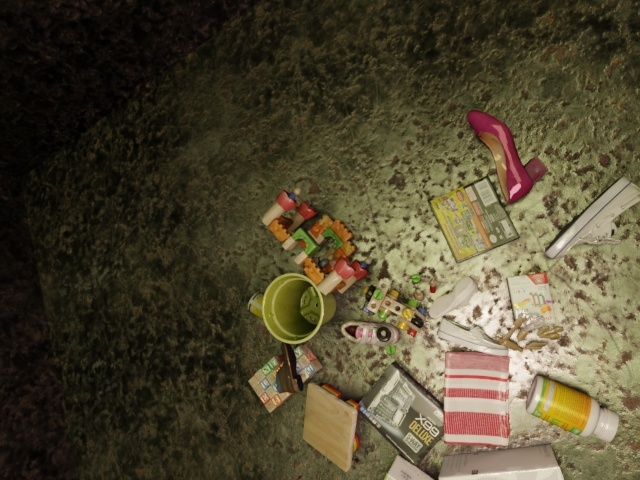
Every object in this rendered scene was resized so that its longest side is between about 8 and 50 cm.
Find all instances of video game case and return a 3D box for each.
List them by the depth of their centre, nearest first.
[{"bbox_3d":[0.596,-0.083,1.597,0.248,0.035,0.275,-25,76,18],"label":"video game case"}]

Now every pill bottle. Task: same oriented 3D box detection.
[{"bbox_3d":[0.838,0.567,1.362,0.245,0.136,0.136,19,91,23],"label":"pill bottle"},{"bbox_3d":[-0.234,0.319,1.857,0.184,0.103,0.103,27,95,23],"label":"pill bottle"}]

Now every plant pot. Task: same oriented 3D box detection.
[{"bbox_3d":[-0.062,0.278,1.705,0.276,0.254,0.276,-3,83,24],"label":"plant pot"}]

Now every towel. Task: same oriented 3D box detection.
[{"bbox_3d":[0.569,0.577,1.481,0.237,0.037,0.329,3,85,0],"label":"towel"}]

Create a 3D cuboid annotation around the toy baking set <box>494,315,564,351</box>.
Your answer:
[{"bbox_3d":[0.709,0.319,1.401,0.197,0.256,0.030,-46,32,37],"label":"toy baking set"}]

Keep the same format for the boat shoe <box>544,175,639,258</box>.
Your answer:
[{"bbox_3d":[0.962,-0.042,1.398,0.367,0.136,0.156,-44,73,2],"label":"boat shoe"}]

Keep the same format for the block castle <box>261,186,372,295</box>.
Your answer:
[{"bbox_3d":[0.000,0.000,1.690,0.213,0.303,0.453,-45,71,10],"label":"block castle"}]

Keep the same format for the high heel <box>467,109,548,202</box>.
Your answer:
[{"bbox_3d":[0.659,-0.327,1.543,0.181,0.127,0.377,-42,73,2],"label":"high heel"}]

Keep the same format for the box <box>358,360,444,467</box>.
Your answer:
[{"bbox_3d":[0.329,0.674,1.594,0.307,0.076,0.242,40,99,22],"label":"box"}]

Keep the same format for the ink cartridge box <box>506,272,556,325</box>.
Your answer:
[{"bbox_3d":[0.747,0.210,1.448,0.128,0.127,0.176,-11,81,21],"label":"ink cartridge box"}]

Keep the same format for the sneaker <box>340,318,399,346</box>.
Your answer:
[{"bbox_3d":[0.192,0.384,1.667,0.252,0.111,0.103,1,84,22],"label":"sneaker"}]

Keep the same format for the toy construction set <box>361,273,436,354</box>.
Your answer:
[{"bbox_3d":[0.301,0.226,1.533,0.309,0.237,0.257,-36,63,-4],"label":"toy construction set"}]

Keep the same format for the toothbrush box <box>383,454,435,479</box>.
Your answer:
[{"bbox_3d":[0.306,0.987,1.504,0.206,0.122,0.283,28,113,22],"label":"toothbrush box"}]

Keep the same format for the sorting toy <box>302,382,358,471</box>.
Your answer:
[{"bbox_3d":[0.054,0.742,1.657,0.257,0.089,0.255,14,102,44],"label":"sorting toy"}]

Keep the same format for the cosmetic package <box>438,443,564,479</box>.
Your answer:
[{"bbox_3d":[0.620,0.826,1.383,0.385,0.217,0.156,-19,77,18],"label":"cosmetic package"}]

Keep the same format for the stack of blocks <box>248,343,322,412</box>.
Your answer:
[{"bbox_3d":[-0.156,0.592,1.800,0.297,0.087,0.171,-45,70,12],"label":"stack of blocks"}]

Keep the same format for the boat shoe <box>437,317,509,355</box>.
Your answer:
[{"bbox_3d":[0.572,0.357,1.521,0.258,0.095,0.084,14,93,22],"label":"boat shoe"}]

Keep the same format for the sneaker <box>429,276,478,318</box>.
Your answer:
[{"bbox_3d":[0.519,0.239,1.563,0.212,0.094,0.080,-42,31,8],"label":"sneaker"}]

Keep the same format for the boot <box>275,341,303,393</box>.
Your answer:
[{"bbox_3d":[-0.154,0.538,1.713,0.106,0.082,0.219,-20,78,16],"label":"boot"}]
